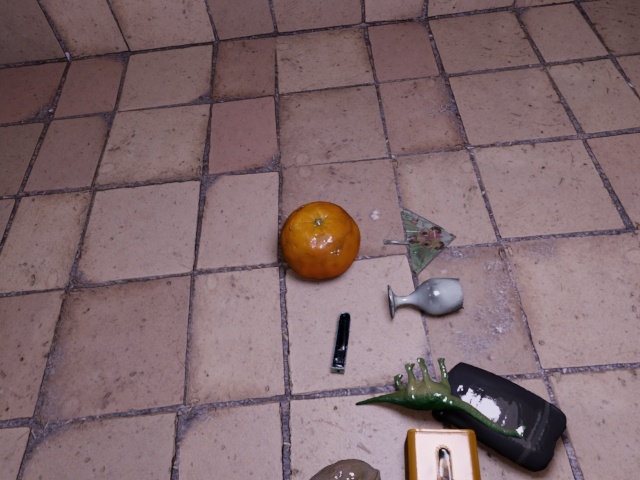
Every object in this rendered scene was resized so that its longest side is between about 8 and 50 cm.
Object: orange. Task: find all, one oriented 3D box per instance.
[{"bbox_3d":[0.000,0.000,1.855,0.284,0.226,0.283,-1,57,1],"label":"orange"}]

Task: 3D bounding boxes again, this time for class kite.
[{"bbox_3d":[0.368,-0.005,1.953,0.268,0.013,0.322,-6,51,0],"label":"kite"}]

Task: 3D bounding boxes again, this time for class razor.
[{"bbox_3d":[0.503,0.494,1.506,0.349,0.113,0.204,24,64,22],"label":"razor"}]

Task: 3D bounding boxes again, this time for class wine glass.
[{"bbox_3d":[0.344,0.190,1.743,0.241,0.126,0.126,-6,53,3],"label":"wine glass"}]

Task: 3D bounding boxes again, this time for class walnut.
[{"bbox_3d":[0.065,0.676,1.390,0.230,0.178,0.178,-28,56,-19],"label":"walnut"}]

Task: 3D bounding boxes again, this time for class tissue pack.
[{"bbox_3d":[0.322,0.654,1.390,0.195,0.145,0.274,-2,53,7],"label":"tissue pack"}]

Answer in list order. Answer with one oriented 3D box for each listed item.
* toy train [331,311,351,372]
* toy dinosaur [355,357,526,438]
[{"bbox_3d":[0.070,0.327,1.715,0.043,0.047,0.207,4,53,8],"label":"toy train"},{"bbox_3d":[0.314,0.480,1.472,0.447,0.087,0.300,-32,48,21],"label":"toy dinosaur"}]
